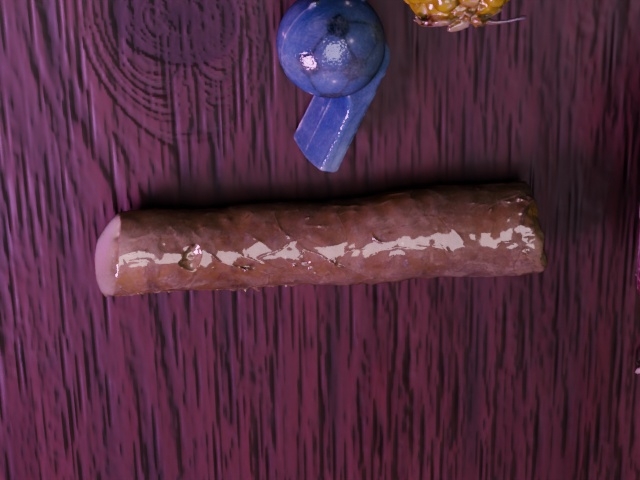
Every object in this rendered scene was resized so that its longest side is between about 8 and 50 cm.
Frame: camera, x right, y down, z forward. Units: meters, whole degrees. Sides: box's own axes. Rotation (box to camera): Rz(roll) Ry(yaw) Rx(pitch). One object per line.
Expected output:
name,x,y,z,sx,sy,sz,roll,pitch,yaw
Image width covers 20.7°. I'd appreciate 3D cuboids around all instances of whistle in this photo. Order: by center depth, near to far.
whistle,0.001,-0.132,1.320,0.090,0.090,0.158,21,114,-14

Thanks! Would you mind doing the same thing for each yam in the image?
yam,0.000,0.000,1.389,0.357,0.081,0.081,-3,116,-5

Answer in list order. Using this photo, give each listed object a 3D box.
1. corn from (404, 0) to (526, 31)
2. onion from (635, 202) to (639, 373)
corn,0.089,-0.298,1.235,0.106,0.106,0.305,-7,116,-1
onion,0.360,-0.008,1.335,0.256,0.230,0.272,-15,109,2
